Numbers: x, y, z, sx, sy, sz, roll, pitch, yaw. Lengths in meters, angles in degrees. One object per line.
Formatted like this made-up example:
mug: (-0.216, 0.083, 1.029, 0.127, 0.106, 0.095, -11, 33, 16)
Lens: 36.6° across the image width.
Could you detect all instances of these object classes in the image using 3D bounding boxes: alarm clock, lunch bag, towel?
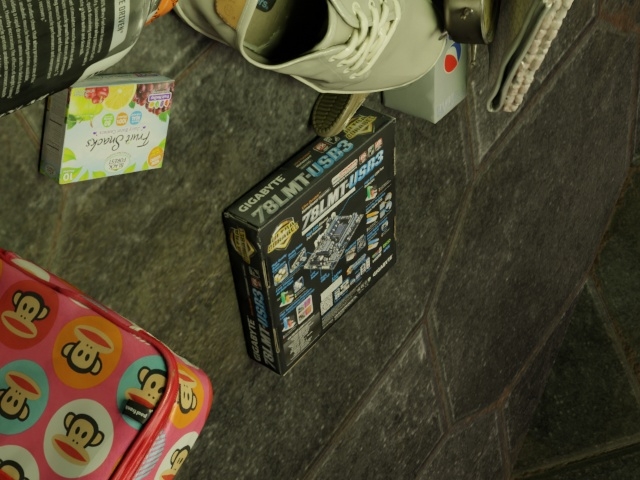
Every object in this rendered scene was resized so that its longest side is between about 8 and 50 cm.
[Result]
alarm clock: (0.199, -0.336, 1.248, 0.129, 0.064, 0.192, 58, 45, -61)
lunch bag: (-0.270, 0.165, 0.871, 0.258, 0.293, 0.120, -60, 155, -9)
towel: (0.269, -0.378, 1.309, 0.332, 0.054, 0.316, 97, -5, -72)

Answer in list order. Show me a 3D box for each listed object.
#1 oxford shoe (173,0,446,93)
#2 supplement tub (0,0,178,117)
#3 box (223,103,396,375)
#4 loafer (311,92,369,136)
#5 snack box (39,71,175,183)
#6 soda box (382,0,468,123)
oxford shoe: (0.018, -0.247, 1.118, 0.449, 0.130, 0.169, 5, 113, -51)
supplement tub: (-0.268, -0.185, 0.687, 0.338, 0.207, 0.207, -35, 140, -40)
box: (0.000, 0.000, 1.390, 0.295, 0.073, 0.293, -43, 143, -32)
loafer: (0.040, -0.201, 1.313, 0.050, 0.056, 0.148, 34, 83, -54)
snack box: (-0.217, -0.118, 0.991, 0.141, 0.037, 0.100, -18, 128, -52)
soda box: (0.145, -0.312, 1.353, 0.091, 0.098, 0.286, -43, 145, -33)
